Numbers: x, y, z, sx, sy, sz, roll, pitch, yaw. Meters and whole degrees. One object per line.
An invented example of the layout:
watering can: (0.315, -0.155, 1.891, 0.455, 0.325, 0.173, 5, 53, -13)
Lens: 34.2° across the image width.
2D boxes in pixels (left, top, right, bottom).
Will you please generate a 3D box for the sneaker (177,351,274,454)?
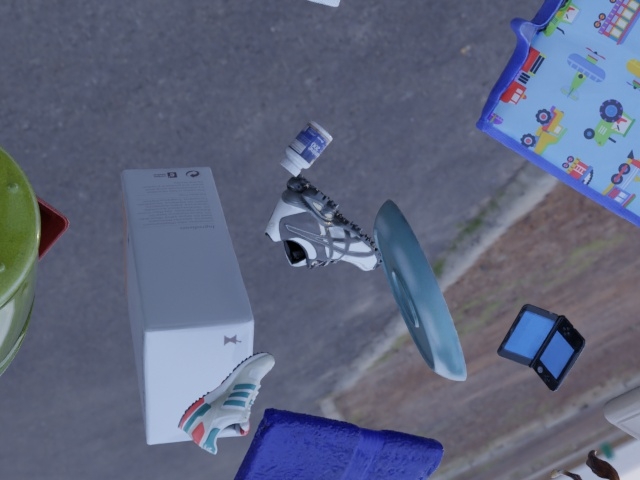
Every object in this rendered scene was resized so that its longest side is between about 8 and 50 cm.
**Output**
sneaker: (-0.109, 0.218, 1.382, 0.161, 0.075, 0.057, -38, 163, -29)

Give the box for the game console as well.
game console: (0.382, 0.187, 1.807, 0.071, 0.107, 0.122, 0, 128, -32)

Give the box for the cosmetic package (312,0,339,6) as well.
cosmetic package: (-0.013, -0.578, 1.611, 0.097, 0.284, 0.377, 10, 107, -26)

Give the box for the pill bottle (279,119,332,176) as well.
pill bottle: (-0.035, -0.203, 2.323, 0.120, 0.067, 0.067, -50, 159, 1)

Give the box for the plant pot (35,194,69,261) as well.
plant pot: (-0.669, -0.045, 1.890, 0.267, 0.236, 0.267, -50, 130, -1)

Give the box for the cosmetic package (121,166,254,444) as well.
cosmetic package: (-0.228, 0.088, 1.694, 0.162, 0.453, 0.230, -4, 124, -14)

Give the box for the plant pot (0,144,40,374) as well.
plant pot: (-0.490, 0.020, 1.251, 0.366, 0.366, 0.353, -15, 173, -31)

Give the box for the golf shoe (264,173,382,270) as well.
golf shoe: (0.000, 0.000, 1.293, 0.094, 0.077, 0.198, -52, 134, -2)

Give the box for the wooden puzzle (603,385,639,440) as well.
wooden puzzle: (0.617, 0.324, 1.749, 0.044, 0.239, 0.221, -52, 176, -23)

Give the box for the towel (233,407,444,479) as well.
towel: (0.020, 0.376, 1.696, 0.308, 0.076, 0.227, 14, 120, -18)

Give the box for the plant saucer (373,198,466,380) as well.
plant saucer: (0.152, 0.087, 1.689, 0.044, 0.317, 0.317, -21, 161, -3)

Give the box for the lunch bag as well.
lunch bag: (0.328, -0.161, 1.159, 0.293, 0.138, 0.221, 28, 102, -20)

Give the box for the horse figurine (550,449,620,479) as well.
horse figurine: (0.471, 0.494, 1.803, 0.066, 0.263, 0.174, 25, 164, -40)
